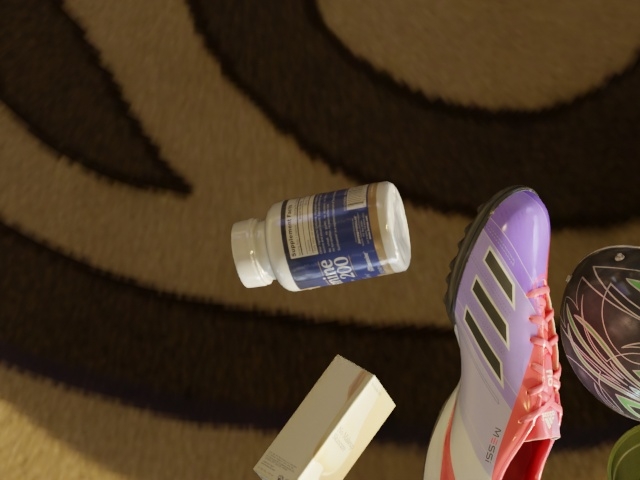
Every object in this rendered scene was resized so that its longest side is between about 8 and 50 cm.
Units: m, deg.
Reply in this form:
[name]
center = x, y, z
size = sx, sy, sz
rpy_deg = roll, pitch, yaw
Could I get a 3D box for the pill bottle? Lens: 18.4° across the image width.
[pill bottle]
center = 0.000, 0.000, 1.425
size = 0.120, 0.067, 0.067
rpy_deg = -11, 102, 13

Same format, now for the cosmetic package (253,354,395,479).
[cosmetic package]
center = 0.004, 0.154, 1.554
size = 0.041, 0.060, 0.115
rpy_deg = 28, 75, 34

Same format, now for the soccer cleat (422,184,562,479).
[soccer cleat]
center = 0.170, 0.111, 1.717
size = 0.108, 0.116, 0.318
rpy_deg = -8, 115, -41

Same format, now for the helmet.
[helmet]
center = 0.299, 0.082, 1.770
size = 0.161, 0.169, 0.169
rpy_deg = -11, 104, -35

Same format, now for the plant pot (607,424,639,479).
[plant pot]
center = 0.237, 0.180, 1.384
size = 0.083, 0.079, 0.083
rpy_deg = 5, 111, 14
